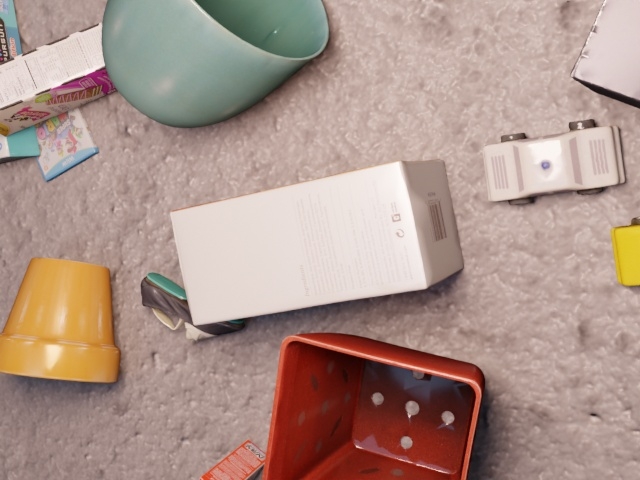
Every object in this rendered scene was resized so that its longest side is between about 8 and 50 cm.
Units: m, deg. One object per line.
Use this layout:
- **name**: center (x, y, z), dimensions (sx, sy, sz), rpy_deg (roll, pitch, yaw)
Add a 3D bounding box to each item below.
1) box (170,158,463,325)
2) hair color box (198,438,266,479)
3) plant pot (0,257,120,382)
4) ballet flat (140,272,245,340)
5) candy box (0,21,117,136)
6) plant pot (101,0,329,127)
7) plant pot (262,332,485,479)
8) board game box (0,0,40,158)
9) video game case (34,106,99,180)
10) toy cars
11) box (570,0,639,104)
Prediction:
- **box**: center (0.000, 0.000, 1.272), dimensions (0.345, 0.215, 0.168), rpy_deg (-11, 91, 22)
- **hair color box**: center (-0.152, 0.385, 1.401), dimensions (0.053, 0.167, 0.093), rpy_deg (38, 108, 13)
- **plant pot**: center (-0.425, 0.129, 1.479), dimensions (0.205, 0.205, 0.187), rpy_deg (4, 82, 21)
- **ballet flat**: center (-0.211, 0.120, 1.449), dimensions (0.203, 0.074, 0.074), rpy_deg (24, 104, 24)
- **candy box**: center (-0.419, -0.246, 1.397), dimensions (0.233, 0.159, 0.071), rpy_deg (-22, 89, -3)
- **plant pot**: center (-0.174, -0.300, 1.279), dimensions (0.235, 0.293, 0.293), rpy_deg (-40, 81, 35)
- **plant pot**: center (0.097, 0.266, 1.251), dimensions (0.267, 0.236, 0.267), rpy_deg (12, 99, 20)
- **board game box**: center (-0.634, -0.291, 1.557), dimensions (0.254, 0.079, 0.336), rpy_deg (-8, 93, 27)
- **video game case**: center (-0.458, -0.201, 1.540), dimensions (0.119, 0.015, 0.166), rpy_deg (-25, 86, 22)
- **toy cars**: center (0.388, -0.045, 1.179), dimensions (0.394, 0.087, 0.176), rpy_deg (35, 107, 15)
- **box**: center (0.436, -0.287, 0.996), dimensions (0.179, 0.343, 0.312), rpy_deg (25, 105, 17)
